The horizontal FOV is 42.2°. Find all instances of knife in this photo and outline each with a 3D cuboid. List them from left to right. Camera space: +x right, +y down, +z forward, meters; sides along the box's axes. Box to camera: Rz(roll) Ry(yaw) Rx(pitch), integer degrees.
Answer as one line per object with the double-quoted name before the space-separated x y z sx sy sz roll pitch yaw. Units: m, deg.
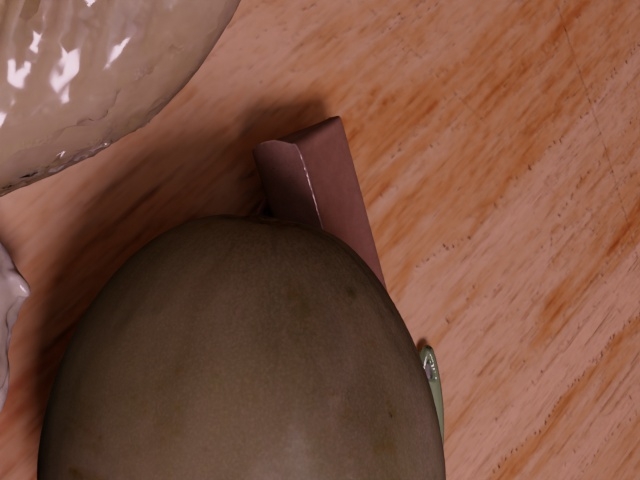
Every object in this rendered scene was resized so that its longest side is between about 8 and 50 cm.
"knife" 0.103 0.237 0.786 0.043 0.020 0.292 -16 109 -34

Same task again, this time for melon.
"melon" -0.048 0.139 0.522 0.272 0.272 0.307 11 63 -36

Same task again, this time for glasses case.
"glasses case" 0.000 0.000 0.650 0.102 0.070 0.193 -43 122 -53

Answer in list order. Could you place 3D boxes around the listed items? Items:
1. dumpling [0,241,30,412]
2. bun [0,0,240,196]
"dumpling" -0.262 0.075 0.415 0.258 0.147 0.192 -3 88 -52
"bun" -0.202 -0.175 0.348 0.362 0.234 0.325 -19 124 -24
